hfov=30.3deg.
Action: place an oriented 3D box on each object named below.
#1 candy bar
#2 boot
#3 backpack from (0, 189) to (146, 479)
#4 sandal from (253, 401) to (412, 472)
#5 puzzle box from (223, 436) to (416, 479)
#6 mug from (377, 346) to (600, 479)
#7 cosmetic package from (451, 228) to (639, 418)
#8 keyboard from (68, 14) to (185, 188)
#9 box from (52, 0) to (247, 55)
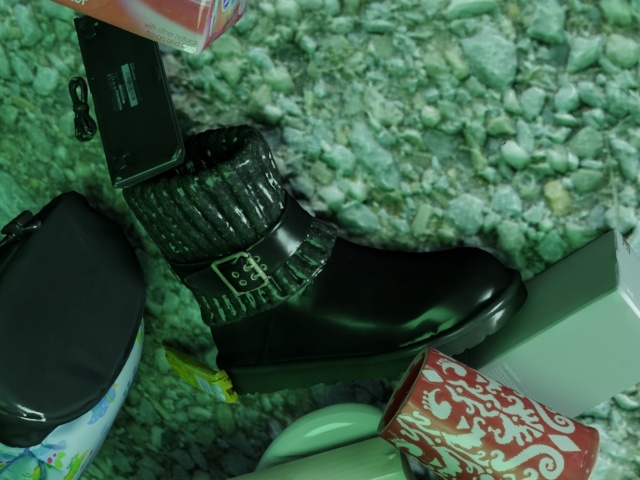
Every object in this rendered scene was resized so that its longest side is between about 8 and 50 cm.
[{"bbox_3d":[-0.129,0.138,1.231,0.161,0.018,0.040,12,131,60],"label":"candy bar"},{"bbox_3d":[-0.002,0.002,1.127,0.348,0.131,0.260,-15,110,21],"label":"boot"},{"bbox_3d":[-0.323,0.169,1.214,0.273,0.290,0.356,43,125,-18],"label":"backpack"},{"bbox_3d":[-0.003,0.305,1.285,0.170,0.102,0.416,1,129,-7],"label":"sandal"},{"bbox_3d":[-0.078,0.348,1.211,0.409,0.052,0.272,-16,130,7],"label":"puzzle box"},{"bbox_3d":[0.136,0.188,1.052,0.169,0.113,0.150,30,118,-2],"label":"mug"},{"bbox_3d":[0.212,0.105,1.125,0.238,0.127,0.107,-31,106,27],"label":"cosmetic package"},{"bbox_3d":[-0.191,-0.139,1.121,0.108,0.023,0.180,-20,73,16],"label":"keyboard"},{"bbox_3d":[-0.203,-0.296,1.031,0.300,0.142,0.154,22,117,4],"label":"box"}]
